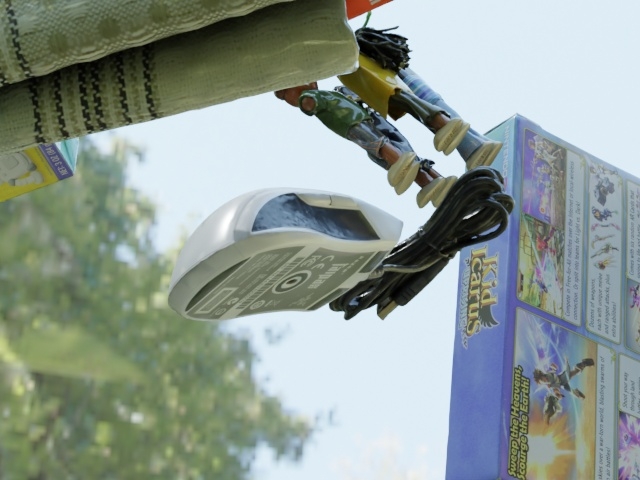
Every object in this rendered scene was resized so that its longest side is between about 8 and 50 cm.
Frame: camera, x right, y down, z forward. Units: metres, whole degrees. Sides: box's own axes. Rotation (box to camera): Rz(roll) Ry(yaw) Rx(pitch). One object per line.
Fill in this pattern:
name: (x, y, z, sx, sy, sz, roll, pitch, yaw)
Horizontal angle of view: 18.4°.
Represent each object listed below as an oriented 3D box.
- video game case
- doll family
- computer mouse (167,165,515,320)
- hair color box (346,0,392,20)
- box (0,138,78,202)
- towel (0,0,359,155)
video game case: (0.199, 0.082, 1.315, 0.244, 0.269, 0.061, 25, -35, -28)
doll family: (0.036, -0.079, 1.143, 0.076, 0.111, 0.193, -53, -17, 2)
computer mouse: (0.000, 0.000, 0.894, 0.106, 0.042, 0.193, -38, -22, 30)
hair color box: (-0.022, -0.126, 0.825, 0.167, 0.093, 0.053, -24, -48, 11)
box: (-0.243, -0.056, 1.143, 0.179, 0.043, 0.105, -19, -52, 15)
towel: (-0.124, -0.161, 0.726, 0.324, 0.312, 0.056, -17, -34, 3)
